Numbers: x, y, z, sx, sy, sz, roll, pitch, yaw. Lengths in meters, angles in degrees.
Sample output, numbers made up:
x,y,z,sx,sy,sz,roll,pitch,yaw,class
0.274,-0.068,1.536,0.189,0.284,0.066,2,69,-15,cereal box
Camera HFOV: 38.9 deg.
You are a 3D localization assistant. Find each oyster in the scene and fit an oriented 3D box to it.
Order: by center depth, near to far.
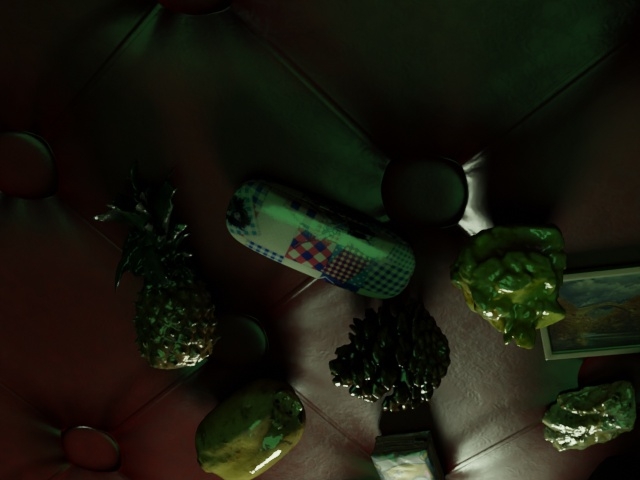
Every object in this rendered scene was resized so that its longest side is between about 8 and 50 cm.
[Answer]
x,y,z,sx,sy,sz,roll,pitch,yaw,class
0.486,0.327,1.621,0.209,0.072,0.133,-27,110,29,oyster

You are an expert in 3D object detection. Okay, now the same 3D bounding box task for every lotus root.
x,y,z,sx,sy,sz,roll,pitch,yaw,class
-0.145,0.376,1.758,0.284,0.146,0.160,-39,90,34,lotus root

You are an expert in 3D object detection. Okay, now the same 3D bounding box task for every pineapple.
x,y,z,sx,sy,sz,roll,pitch,yaw,class
-0.284,0.043,1.580,0.165,0.165,0.364,-5,114,17,pineapple

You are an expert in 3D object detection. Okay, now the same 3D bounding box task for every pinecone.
x,y,z,sx,sy,sz,roll,pitch,yaw,class
0.117,0.196,1.560,0.204,0.184,0.179,3,138,42,pinecone

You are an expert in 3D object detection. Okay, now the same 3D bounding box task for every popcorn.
x,y,z,sx,sy,sz,roll,pitch,yaw,class
0.297,0.063,1.415,0.167,0.187,0.185,-6,113,26,popcorn

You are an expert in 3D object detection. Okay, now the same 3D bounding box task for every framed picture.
x,y,z,sx,sy,sz,roll,pitch,yaw,class
0.488,0.118,1.512,0.250,0.016,0.184,-7,122,17,framed picture

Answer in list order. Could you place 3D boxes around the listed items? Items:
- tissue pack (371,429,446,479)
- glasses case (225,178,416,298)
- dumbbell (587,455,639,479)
x,y,z,sx,sy,sz,roll,pitch,yaw,class
0.177,0.450,1.778,0.115,0.065,0.155,-10,120,20,tissue pack
0.000,0.000,1.512,0.327,0.076,0.125,23,127,-2,glasses case
0.535,0.558,1.696,0.185,0.185,0.388,20,125,0,dumbbell
